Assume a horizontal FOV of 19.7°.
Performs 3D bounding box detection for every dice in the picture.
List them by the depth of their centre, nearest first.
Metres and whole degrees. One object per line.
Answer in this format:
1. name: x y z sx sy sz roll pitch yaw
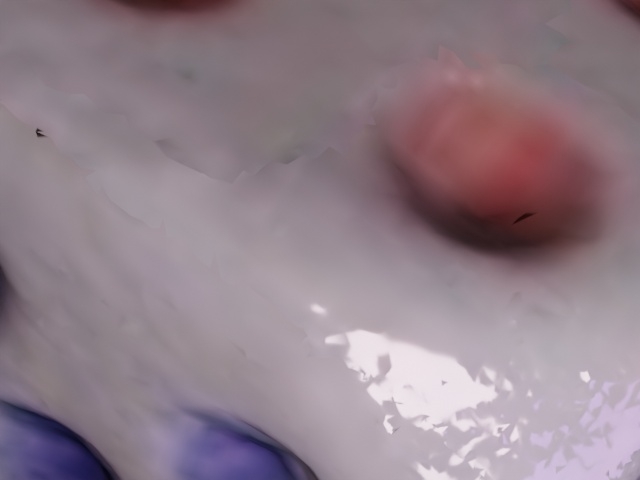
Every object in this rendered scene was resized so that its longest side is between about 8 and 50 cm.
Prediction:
1. dice: 0.000 0.000 0.598 0.268 0.262 0.264 -45 165 -40
